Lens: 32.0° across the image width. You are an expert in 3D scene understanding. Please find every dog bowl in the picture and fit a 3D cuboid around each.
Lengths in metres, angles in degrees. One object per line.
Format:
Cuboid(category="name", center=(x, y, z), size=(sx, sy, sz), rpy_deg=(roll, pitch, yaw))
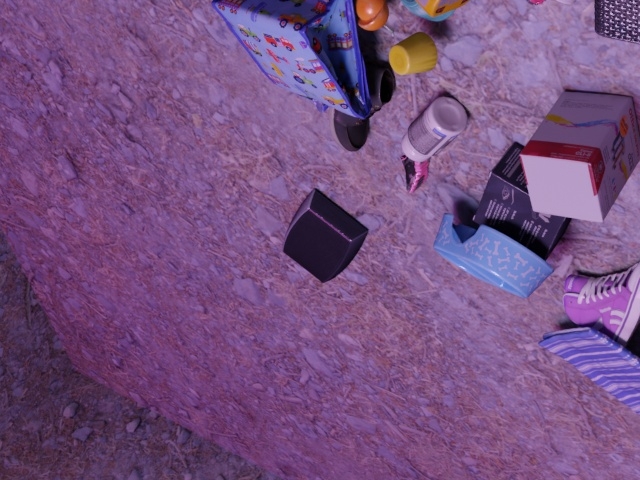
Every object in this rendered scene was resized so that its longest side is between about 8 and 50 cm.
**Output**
Cuboid(category="dog bowl", center=(0.320, 0.031, 2.138), size=(0.166, 0.074, 0.297), rpy_deg=(33, 178, -23))

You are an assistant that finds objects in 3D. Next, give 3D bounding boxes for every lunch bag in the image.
Cuboid(category="lunch bag", center=(-0.031, -0.334, 2.012), size=(0.221, 0.138, 0.293), rpy_deg=(25, 154, 35))

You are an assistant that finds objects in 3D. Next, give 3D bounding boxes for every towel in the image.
Cuboid(category="towel", center=(0.609, 0.282, 2.204), size=(0.336, 0.040, 0.243), rpy_deg=(35, 165, -6))

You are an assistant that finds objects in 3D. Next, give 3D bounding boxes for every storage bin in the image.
Cuboid(category="storage bin", center=(0.483, -0.336, 1.554), size=(0.180, 0.122, 0.084), rpy_deg=(19, 144, 31))

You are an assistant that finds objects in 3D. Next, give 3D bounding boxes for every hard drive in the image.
Cuboid(category="hard drive", center=(0.000, 0.000, 2.582), size=(0.172, 0.054, 0.255), rpy_deg=(38, 149, 3))

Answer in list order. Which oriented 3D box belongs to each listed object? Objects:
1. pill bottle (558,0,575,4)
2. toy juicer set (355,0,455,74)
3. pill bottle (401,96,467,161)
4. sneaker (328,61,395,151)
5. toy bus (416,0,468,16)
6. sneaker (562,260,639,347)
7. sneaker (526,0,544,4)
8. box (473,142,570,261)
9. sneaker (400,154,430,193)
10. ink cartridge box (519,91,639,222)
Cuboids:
Cuboid(category="pill bottle", center=(0.361, -0.429, 1.498), size=(0.117, 0.117, 0.208), rpy_deg=(36, 120, 7))
Cuboid(category="toy juicer set", center=(0.153, -0.448, 1.829), size=(0.209, 0.089, 0.329), rpy_deg=(50, 145, 24))
Cuboid(category="pill bottle", center=(0.207, -0.203, 2.071), size=(0.078, 0.078, 0.137), rpy_deg=(42, 149, -3))
Cuboid(category="sneaker", center=(0.083, -0.247, 2.143), size=(0.118, 0.083, 0.222), rpy_deg=(21, 143, 28))
Cuboid(category="toy bus", center=(0.113, -0.501, 1.670), size=(0.333, 0.108, 0.130), rpy_deg=(50, 143, 15))
Cuboid(category="sneaker", center=(0.533, 0.099, 2.086), size=(0.161, 0.102, 0.282), rpy_deg=(34, 149, 17))
Cuboid(category="sneaker", center=(0.279, -0.492, 1.607), size=(0.112, 0.121, 0.299), rpy_deg=(-29, 110, 27))
Cuboid(category="box", center=(0.381, -0.068, 2.040), size=(0.158, 0.093, 0.156), rpy_deg=(33, 150, 14))
Cuboid(category="sneaker", center=(0.182, -0.146, 2.212), size=(0.057, 0.047, 0.119), rpy_deg=(35, 142, 22))
Cuboid(category="ink cartridge box", center=(0.427, -0.140, 1.818), size=(0.127, 0.176, 0.128), rpy_deg=(10, 139, 36))
